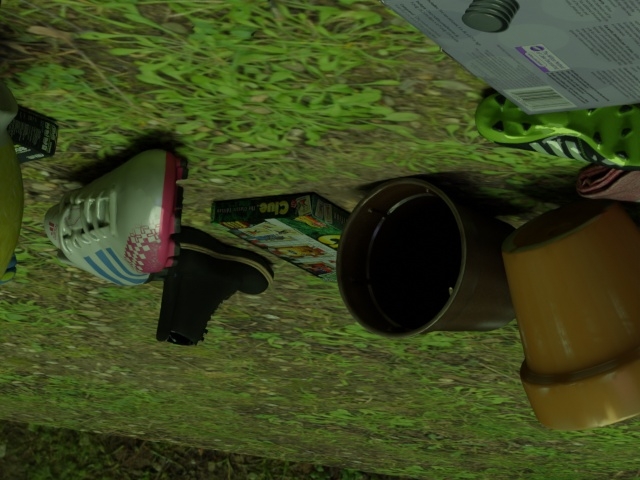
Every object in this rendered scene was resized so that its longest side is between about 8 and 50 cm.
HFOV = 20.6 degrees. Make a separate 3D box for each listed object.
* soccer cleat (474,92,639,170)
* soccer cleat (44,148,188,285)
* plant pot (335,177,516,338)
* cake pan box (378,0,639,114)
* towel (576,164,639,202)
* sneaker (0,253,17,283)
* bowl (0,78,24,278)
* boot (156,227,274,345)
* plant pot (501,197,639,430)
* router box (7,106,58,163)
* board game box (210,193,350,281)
[{"bbox_3d":[0.225,-0.098,1.563,0.179,0.060,0.072,11,174,2],"label":"soccer cleat"},{"bbox_3d":[-0.221,-0.016,1.863,0.143,0.116,0.331,7,165,-8],"label":"soccer cleat"},{"bbox_3d":[0.131,0.029,1.864,0.167,0.167,0.165,-8,167,38],"label":"plant pot"},{"bbox_3d":[0.213,-0.169,1.281,0.245,0.070,0.267,-3,162,33],"label":"cake pan box"},{"bbox_3d":[0.444,-0.051,1.691,0.329,0.037,0.237,10,165,-18],"label":"towel"},{"bbox_3d":[-0.466,0.012,2.167,0.188,0.067,0.078,9,-175,-20],"label":"sneaker"},{"bbox_3d":[-0.350,-0.090,1.502,0.156,0.289,0.289,-46,146,11],"label":"bowl"},{"bbox_3d":[-0.135,0.075,2.127,0.077,0.137,0.198,-7,161,37],"label":"boot"},{"bbox_3d":[0.281,0.063,1.801,0.205,0.188,0.205,-24,-168,5],"label":"plant pot"},{"bbox_3d":[-0.333,-0.104,1.728,0.122,0.038,0.092,-8,160,39],"label":"router box"},{"bbox_3d":[0.000,0.000,2.023,0.136,0.030,0.259,-7,161,30],"label":"board game box"}]
